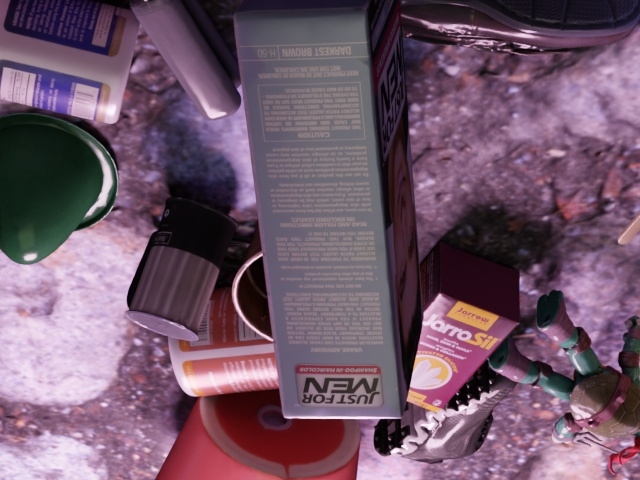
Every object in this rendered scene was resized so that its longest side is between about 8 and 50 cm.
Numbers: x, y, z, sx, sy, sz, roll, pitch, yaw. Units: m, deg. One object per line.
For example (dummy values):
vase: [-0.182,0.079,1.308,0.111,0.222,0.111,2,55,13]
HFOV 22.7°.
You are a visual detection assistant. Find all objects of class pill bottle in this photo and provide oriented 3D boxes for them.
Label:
pill bottle: [-0.272,-0.184,1.509,0.187,0.112,0.112,13,136,-8]
pill bottle: [-0.052,0.107,1.788,0.216,0.121,0.121,-6,136,12]

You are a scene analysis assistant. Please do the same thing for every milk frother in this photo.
milk frother: [-0.127,0.045,1.719,0.143,0.134,0.129,23,165,-13]

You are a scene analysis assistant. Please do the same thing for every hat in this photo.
hat: [-0.311,0.001,1.656,0.173,0.183,0.208,12,136,-7]

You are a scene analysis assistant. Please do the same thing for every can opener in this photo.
can opener: [-0.134,-0.229,1.475,0.093,0.074,0.280,-11,134,16]

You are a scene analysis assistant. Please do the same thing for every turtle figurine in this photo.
turtle figurine: [0.310,0.160,1.784,0.234,0.118,0.175,35,98,-23]

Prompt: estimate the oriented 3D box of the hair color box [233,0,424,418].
hair color box: [0.016,-0.051,1.384,0.114,0.185,0.374,0,116,11]

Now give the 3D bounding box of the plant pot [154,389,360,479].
plant pot: [-0.076,0.296,1.908,0.275,0.275,0.243,12,125,-7]

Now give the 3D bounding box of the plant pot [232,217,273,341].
plant pot: [0.000,0.000,1.637,0.167,0.165,0.167,3,136,3]

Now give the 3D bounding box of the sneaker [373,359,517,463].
sneaker: [0.172,0.204,1.905,0.106,0.078,0.234,25,135,-28]

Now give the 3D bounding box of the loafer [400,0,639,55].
loafer: [0.140,-0.223,1.449,0.302,0.109,0.095,9,155,6]

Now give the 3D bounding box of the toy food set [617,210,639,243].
toy food set: [0.414,-0.029,1.664,0.192,0.038,0.132,10,143,-21]

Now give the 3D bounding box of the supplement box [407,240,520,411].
supplement box: [0.134,0.099,1.790,0.104,0.081,0.188,21,134,-16]
